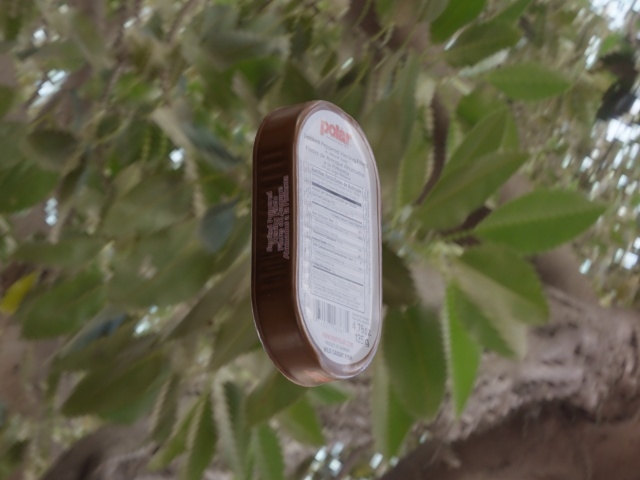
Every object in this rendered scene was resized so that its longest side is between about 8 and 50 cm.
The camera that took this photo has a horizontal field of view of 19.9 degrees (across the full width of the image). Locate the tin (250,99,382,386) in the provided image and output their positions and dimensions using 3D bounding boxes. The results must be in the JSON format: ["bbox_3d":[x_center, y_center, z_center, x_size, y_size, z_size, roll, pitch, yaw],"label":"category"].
[{"bbox_3d":[0.000,0.000,1.185,0.040,0.106,0.189,-11,-111,30],"label":"tin"}]
